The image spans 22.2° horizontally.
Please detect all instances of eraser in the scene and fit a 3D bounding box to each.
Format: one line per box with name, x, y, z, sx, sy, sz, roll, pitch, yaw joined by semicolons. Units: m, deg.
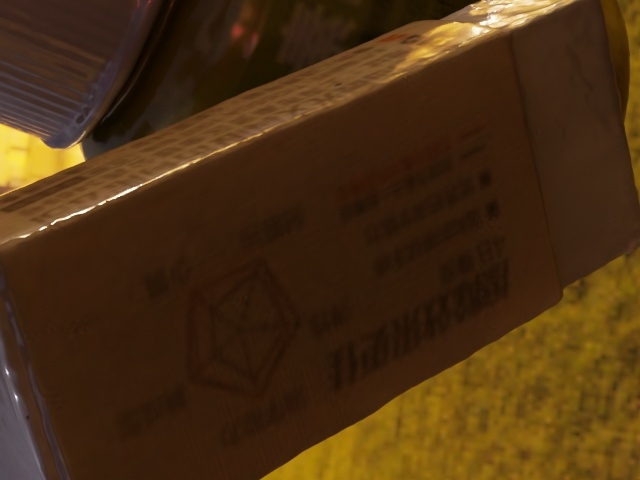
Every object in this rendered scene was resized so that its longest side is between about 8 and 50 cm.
eraser;0.000;0.000;0.733;0.078;0.343;0.144;12;121;52

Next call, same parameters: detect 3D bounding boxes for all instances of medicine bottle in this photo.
medicine bottle;-0.040;-0.115;0.900;0.224;0.384;0.224;-47;32;43
